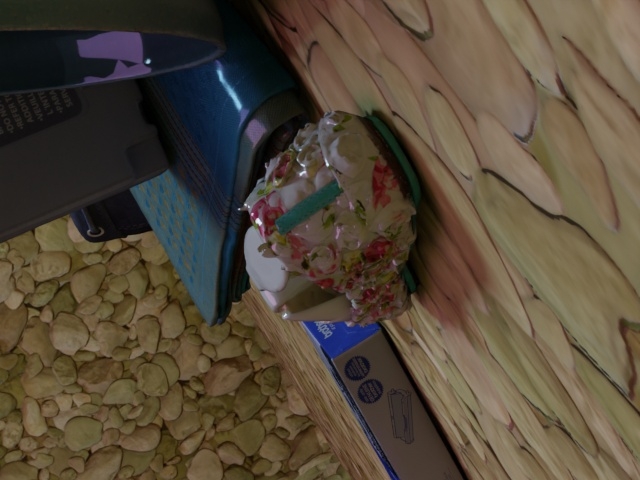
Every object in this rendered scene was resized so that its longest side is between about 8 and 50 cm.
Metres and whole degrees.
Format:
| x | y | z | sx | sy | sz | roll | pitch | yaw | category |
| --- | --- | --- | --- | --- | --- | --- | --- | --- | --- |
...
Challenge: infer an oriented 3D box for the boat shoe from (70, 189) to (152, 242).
| x | y | z | sx | sy | sz | roll | pitch | yaw | category |
| --- | --- | --- | --- | --- | --- | --- | --- | --- | --- |
| -0.247 | -0.202 | 1.206 | 0.500 | 0.156 | 0.187 | 61 | -168 | -26 | boat shoe |

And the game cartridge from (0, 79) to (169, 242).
| x | y | z | sx | sy | sz | roll | pitch | yaw | category |
| --- | --- | --- | --- | --- | --- | --- | --- | --- | --- |
| -0.234 | -0.136 | 0.835 | 0.294 | 0.196 | 0.060 | 66 | 157 | -1 | game cartridge |

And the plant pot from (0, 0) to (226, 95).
| x | y | z | sx | sy | sz | roll | pitch | yaw | category |
| --- | --- | --- | --- | --- | --- | --- | --- | --- | --- |
| -0.196 | -0.170 | 0.659 | 0.293 | 0.293 | 0.196 | -175 | 80 | -83 | plant pot |

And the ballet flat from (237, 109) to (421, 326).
| x | y | z | sx | sy | sz | roll | pitch | yaw | category |
| --- | --- | --- | --- | --- | --- | --- | --- | --- | --- |
| 0.000 | 0.000 | 0.694 | 0.091 | 0.077 | 0.241 | 56 | 174 | 14 | ballet flat |

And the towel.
| x | y | z | sx | sy | sz | roll | pitch | yaw | category |
| --- | --- | --- | --- | --- | --- | --- | --- | --- | --- |
| -0.129 | -0.153 | 0.896 | 0.370 | 0.040 | 0.271 | 58 | 158 | 17 | towel |

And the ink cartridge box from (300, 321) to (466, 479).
| x | y | z | sx | sy | sz | roll | pitch | yaw | category |
| --- | --- | --- | --- | --- | --- | --- | --- | --- | --- |
| 0.057 | 0.140 | 1.098 | 0.207 | 0.046 | 0.097 | 61 | 175 | -24 | ink cartridge box |
